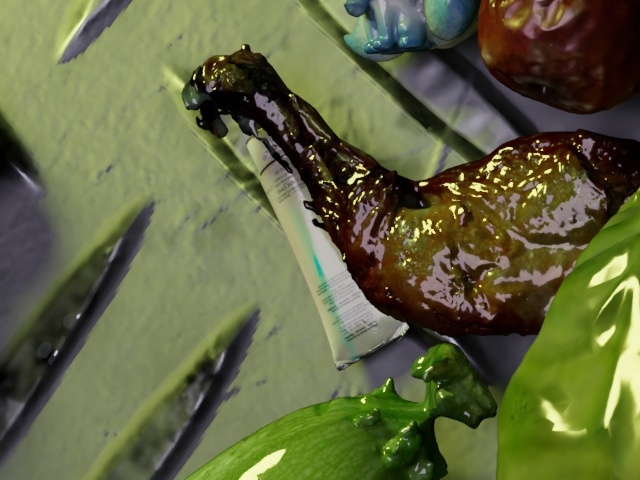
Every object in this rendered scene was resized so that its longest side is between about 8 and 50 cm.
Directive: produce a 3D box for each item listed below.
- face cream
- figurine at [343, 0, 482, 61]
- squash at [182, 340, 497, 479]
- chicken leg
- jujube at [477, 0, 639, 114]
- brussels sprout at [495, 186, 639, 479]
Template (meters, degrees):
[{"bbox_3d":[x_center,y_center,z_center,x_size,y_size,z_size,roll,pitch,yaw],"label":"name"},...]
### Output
[{"bbox_3d":[0.000,0.000,0.876,0.038,0.020,0.115,-31,71,17],"label":"face cream"},{"bbox_3d":[0.040,-0.131,0.834,0.114,0.079,0.114,177,90,-74],"label":"figurine"},{"bbox_3d":[-0.069,0.179,0.854,0.378,0.101,0.101,-43,67,17],"label":"squash"},{"bbox_3d":[0.051,-0.016,0.824,0.253,0.051,0.106,16,93,22],"label":"chicken leg"},{"bbox_3d":[0.107,-0.110,0.790,0.077,0.077,0.129,-1,56,29],"label":"jujube"},{"bbox_3d":[0.181,0.054,0.665,0.219,0.210,0.271,-13,66,36],"label":"brussels sprout"}]
